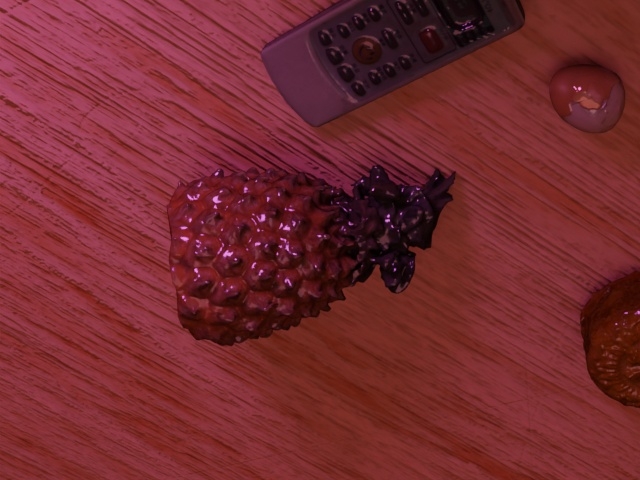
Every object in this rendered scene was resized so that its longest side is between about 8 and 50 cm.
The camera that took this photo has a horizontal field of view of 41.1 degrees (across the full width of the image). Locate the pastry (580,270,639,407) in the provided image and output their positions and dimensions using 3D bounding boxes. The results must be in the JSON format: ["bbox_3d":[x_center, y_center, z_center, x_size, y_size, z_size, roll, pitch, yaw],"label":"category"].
[{"bbox_3d":[0.427,0.131,1.088,0.189,0.103,0.188,6,128,7],"label":"pastry"}]

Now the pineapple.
[{"bbox_3d":[0.000,0.002,1.036,0.357,0.223,0.223,-10,125,-3],"label":"pineapple"}]

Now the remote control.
[{"bbox_3d":[0.073,-0.224,0.939,0.285,0.038,0.123,-22,120,25],"label":"remote control"}]

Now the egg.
[{"bbox_3d":[0.288,-0.156,0.926,0.083,0.071,0.071,20,127,0],"label":"egg"}]
